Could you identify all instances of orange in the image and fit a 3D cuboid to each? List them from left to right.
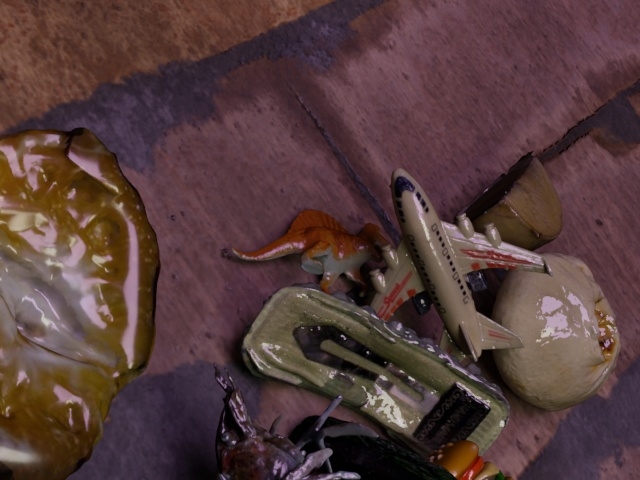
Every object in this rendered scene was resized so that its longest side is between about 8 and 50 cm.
[{"bbox_3d":[-0.303,0.081,1.154,0.271,0.210,0.369,42,47,-12],"label":"orange"}]

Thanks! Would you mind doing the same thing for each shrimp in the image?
[{"bbox_3d":[-0.016,0.319,1.267,0.166,0.221,0.411,-6,88,-10],"label":"shrimp"}]

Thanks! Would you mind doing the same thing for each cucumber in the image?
[{"bbox_3d":[0.061,0.245,1.336,0.074,0.241,0.075,-8,104,-36],"label":"cucumber"}]

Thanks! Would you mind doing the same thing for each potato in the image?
[{"bbox_3d":[0.232,-0.017,1.622,0.098,0.138,0.243,51,26,-1],"label":"potato"}]

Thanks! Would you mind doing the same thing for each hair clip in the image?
[{"bbox_3d":[0.061,0.144,1.452,0.321,0.138,0.091,31,14,-19],"label":"hair clip"}]

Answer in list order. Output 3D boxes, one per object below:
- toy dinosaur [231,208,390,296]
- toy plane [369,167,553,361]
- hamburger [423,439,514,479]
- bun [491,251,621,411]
[{"bbox_3d":[0.002,0.000,1.521,0.212,0.057,0.142,29,41,-22],"label":"toy dinosaur"},{"bbox_3d":[0.140,0.033,1.497,0.104,0.241,0.256,-30,97,-81],"label":"toy plane"},{"bbox_3d":[0.138,0.297,1.395,0.115,0.162,0.162,45,48,5],"label":"hamburger"},{"bbox_3d":[0.312,0.115,1.595,0.222,0.127,0.222,-3,95,-46],"label":"bun"}]
